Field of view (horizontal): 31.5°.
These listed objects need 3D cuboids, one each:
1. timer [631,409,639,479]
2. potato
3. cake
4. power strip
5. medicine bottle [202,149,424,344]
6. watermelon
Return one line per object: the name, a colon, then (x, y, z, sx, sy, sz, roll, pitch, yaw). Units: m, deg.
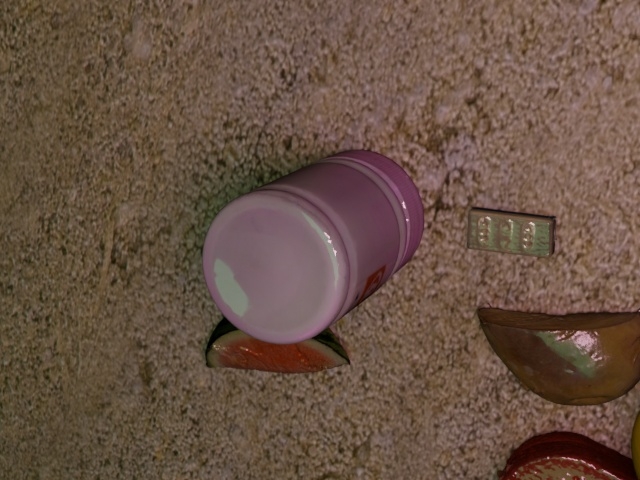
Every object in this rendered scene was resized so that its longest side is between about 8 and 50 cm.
timer: (0.503, 0.228, 1.419, 0.285, 0.285, 0.285, 6, 106, 22)
potato: (0.326, 0.166, 1.553, 0.243, 0.098, 0.138, 0, 105, 25)
cake: (0.377, 0.376, 1.558, 0.283, 0.151, 0.177, 31, 102, 14)
power strip: (0.265, -0.011, 1.567, 0.123, 0.032, 0.056, 7, 107, 21)
medicine bottle: (0.000, 0.000, 1.530, 0.202, 0.316, 0.202, 7, 106, 24)
watermelon: (-0.076, 0.157, 1.753, 0.245, 0.063, 0.119, -5, 120, 20)
